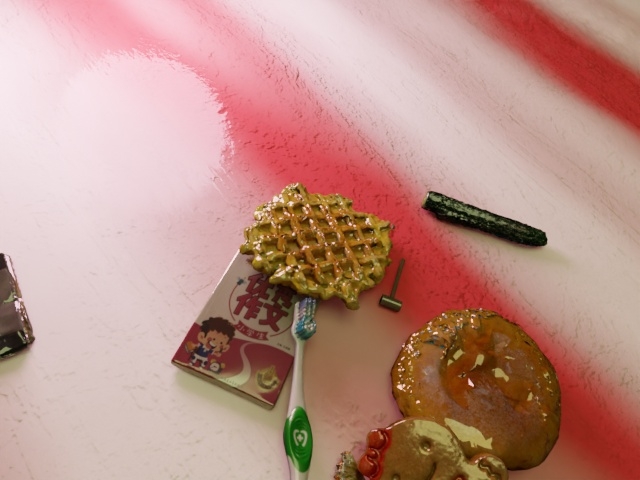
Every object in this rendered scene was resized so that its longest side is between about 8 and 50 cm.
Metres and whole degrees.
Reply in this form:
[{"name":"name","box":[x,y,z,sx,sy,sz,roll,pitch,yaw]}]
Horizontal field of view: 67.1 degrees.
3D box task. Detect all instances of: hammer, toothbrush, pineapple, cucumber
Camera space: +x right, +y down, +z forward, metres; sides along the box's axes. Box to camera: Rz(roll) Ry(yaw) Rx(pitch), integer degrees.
[{"name":"hammer","box":[0.131,0.073,0.833,0.035,0.019,0.110,22,49,4]},{"name":"toothbrush","box":[-0.031,0.274,0.637,0.042,0.040,0.418,17,59,-24]},{"name":"pineapple","box":[0.041,0.323,0.635,0.045,0.019,0.083,-16,63,-25]},{"name":"cucumber","box":[0.319,-0.036,0.929,0.256,0.043,0.044,19,59,0]}]

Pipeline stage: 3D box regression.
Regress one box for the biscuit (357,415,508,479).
[{"name":"biscuit","box":[0.154,0.319,0.611,0.166,0.036,0.225,-42,75,-2]}]

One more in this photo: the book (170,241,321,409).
[{"name":"book","box":[-0.099,0.121,0.745,0.162,0.022,0.232,24,55,3]}]

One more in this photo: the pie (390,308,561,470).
[{"name":"pie","box":[0.239,0.215,0.724,0.273,0.069,0.274,7,50,-9]}]

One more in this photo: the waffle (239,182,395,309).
[{"name":"waffle","box":[-0.001,0.001,0.817,0.254,0.052,0.245,24,45,4]}]

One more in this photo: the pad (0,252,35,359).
[{"name":"pad","box":[-0.533,0.116,0.657,0.233,0.022,0.174,-20,63,-23]}]
